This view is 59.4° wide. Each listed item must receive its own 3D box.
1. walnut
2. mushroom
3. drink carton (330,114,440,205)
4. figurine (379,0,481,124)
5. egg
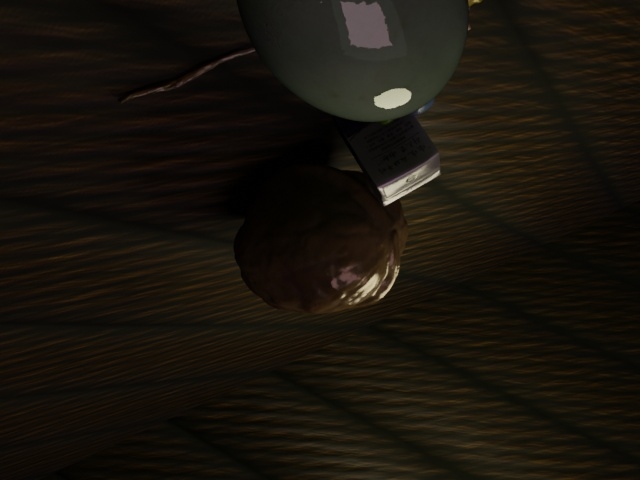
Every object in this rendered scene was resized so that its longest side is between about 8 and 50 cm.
[{"bbox_3d":[0.000,0.000,1.224,0.381,0.381,0.381,-23,155,-11],"label":"walnut"},{"bbox_3d":[-0.183,-0.271,0.891,0.286,0.028,0.026,-21,-163,-13],"label":"mushroom"},{"bbox_3d":[0.125,-0.198,1.101,0.134,0.222,0.102,-29,155,2],"label":"drink carton"},{"bbox_3d":[0.165,-0.330,0.976,0.143,0.162,0.263,13,124,-42],"label":"figurine"},{"bbox_3d":[0.047,-0.307,0.742,0.276,0.276,0.389,-36,152,17],"label":"egg"}]
